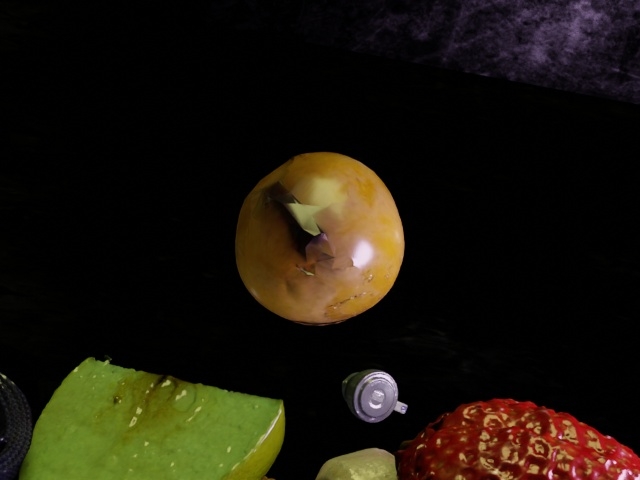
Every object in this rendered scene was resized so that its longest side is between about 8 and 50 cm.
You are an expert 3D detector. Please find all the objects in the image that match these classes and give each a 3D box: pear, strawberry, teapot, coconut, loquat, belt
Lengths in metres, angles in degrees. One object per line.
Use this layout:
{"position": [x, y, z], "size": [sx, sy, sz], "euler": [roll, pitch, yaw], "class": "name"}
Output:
{"position": [-0.189, 0.262, 2.039], "size": [0.288, 0.139, 0.239], "euler": [9, 40, 34], "class": "pear"}
{"position": [0.233, 0.283, 2.060], "size": [0.288, 0.238, 0.250], "euler": [-2, 29, 21], "class": "strawberry"}
{"position": [0.065, 0.194, 2.417], "size": [0.088, 0.066, 0.057], "euler": [25, -3, -31], "class": "teapot"}
{"position": [0.054, 0.288, 2.152], "size": [0.124, 0.110, 0.110], "euler": [-6, 30, -32], "class": "coconut"}
{"position": [0.000, 0.000, 2.604], "size": [0.235, 0.235, 0.235], "euler": [11, 24, -5], "class": "loquat"}
{"position": [-0.388, 0.224, 2.031], "size": [0.139, 0.126, 0.230], "euler": [23, 21, -15], "class": "belt"}

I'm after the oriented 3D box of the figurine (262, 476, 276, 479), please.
{"position": [-0.033, 0.312, 2.099], "size": [0.143, 0.068, 0.101], "euler": [34, 6, 0], "class": "figurine"}
